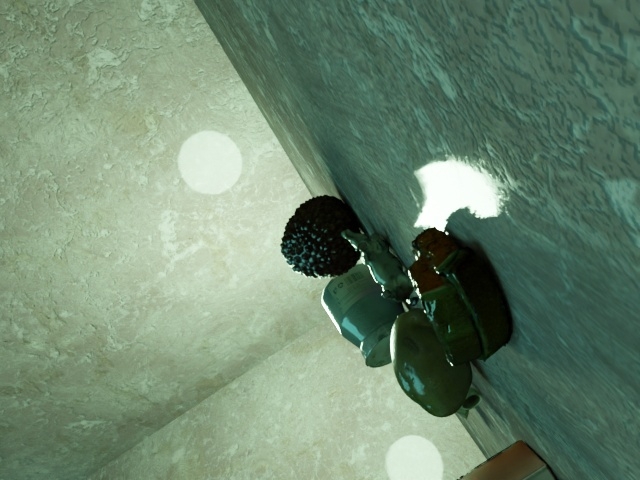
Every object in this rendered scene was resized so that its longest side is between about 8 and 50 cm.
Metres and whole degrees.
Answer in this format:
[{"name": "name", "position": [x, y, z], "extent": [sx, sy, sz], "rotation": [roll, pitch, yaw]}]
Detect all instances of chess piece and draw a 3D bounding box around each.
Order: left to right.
[{"name": "chess piece", "position": [0.361, 0.366, 1.234], "extent": [0.059, 0.059, 0.149], "rotation": [57, -173, -33]}]

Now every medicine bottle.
[{"name": "medicine bottle", "position": [0.169, 0.257, 1.600], "extent": [0.290, 0.244, 0.245], "rotation": [57, 180, 38]}]

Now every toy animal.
[{"name": "toy animal", "position": [0.130, 0.038, 1.053], "extent": [0.255, 0.089, 0.170], "rotation": [59, -174, 36]}]

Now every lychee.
[{"name": "lychee", "position": [0.000, 0.000, 1.432], "extent": [0.268, 0.267, 0.267], "rotation": [57, 180, 1]}]

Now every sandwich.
[{"name": "sandwich", "position": [0.154, 0.073, 0.567], "extent": [0.159, 0.079, 0.235], "rotation": [57, 180, 22]}]

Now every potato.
[{"name": "potato", "position": [0.230, 0.252, 0.998], "extent": [0.178, 0.160, 0.235], "rotation": [93, 159, -54]}]

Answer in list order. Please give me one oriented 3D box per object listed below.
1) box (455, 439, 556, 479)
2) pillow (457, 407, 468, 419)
[{"name": "box", "position": [0.384, 0.670, 0.937], "extent": [0.385, 0.344, 0.122], "rotation": [57, -179, 1]}, {"name": "pillow", "position": [0.395, 0.448, 1.578], "extent": [0.303, 0.074, 0.185], "rotation": [55, 176, 34]}]
